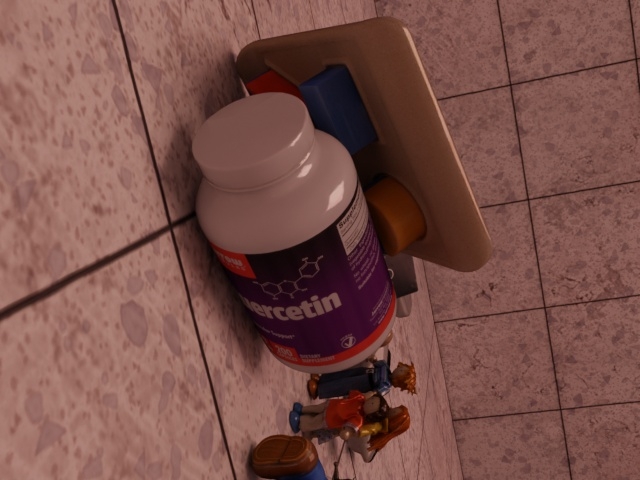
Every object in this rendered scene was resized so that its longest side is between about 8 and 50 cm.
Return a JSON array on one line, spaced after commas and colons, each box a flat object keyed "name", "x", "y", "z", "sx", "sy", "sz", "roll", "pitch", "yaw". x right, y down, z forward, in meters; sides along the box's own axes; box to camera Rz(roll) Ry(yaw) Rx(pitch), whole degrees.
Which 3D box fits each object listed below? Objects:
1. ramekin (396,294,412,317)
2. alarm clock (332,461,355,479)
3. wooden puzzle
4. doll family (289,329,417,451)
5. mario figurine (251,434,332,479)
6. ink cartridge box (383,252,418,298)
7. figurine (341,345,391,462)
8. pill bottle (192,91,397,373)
[{"name": "ramekin", "x": 0.092, "y": 0.023, "z": 1.367, "sx": 0.273, "sy": 0.127, "sz": 0.272, "roll": -9, "pitch": 90, "yaw": -77}, {"name": "alarm clock", "x": 0.038, "y": 0.442, "z": 1.052, "sx": 0.129, "sy": 0.064, "sz": 0.192, "roll": -40, "pitch": 122, "yaw": -75}, {"name": "wooden puzzle", "x": 0.028, "y": -0.108, "z": 0.905, "sx": 0.348, "sy": 0.080, "sz": 0.322, "roll": 13, "pitch": -45, "yaw": 56}, {"name": "doll family", "x": 0.062, "y": 0.229, "z": 1.066, "sx": 0.263, "sy": 0.163, "sz": 0.118, "roll": -77, "pitch": 154, "yaw": -59}, {"name": "mario figurine", "x": -0.010, "y": 0.390, "z": 0.839, "sx": 0.198, "sy": 0.170, "sz": 0.320, "roll": -44, "pitch": 120, "yaw": -30}, {"name": "ink cartridge box", "x": 0.055, "y": 0.013, "z": 1.160, "sx": 0.045, "sy": 0.206, "sz": 0.208, "roll": 7, "pitch": -69, "yaw": 62}, {"name": "figurine", "x": 0.078, "y": 0.282, "z": 1.236, "sx": 0.215, "sy": 0.092, "sz": 0.209, "roll": 67, "pitch": 22, "yaw": -72}, {"name": "pill bottle", "x": -0.028, "y": -0.002, "z": 0.814, "sx": 0.181, "sy": 0.182, "sz": 0.323, "roll": -86, "pitch": 161, "yaw": -45}]
